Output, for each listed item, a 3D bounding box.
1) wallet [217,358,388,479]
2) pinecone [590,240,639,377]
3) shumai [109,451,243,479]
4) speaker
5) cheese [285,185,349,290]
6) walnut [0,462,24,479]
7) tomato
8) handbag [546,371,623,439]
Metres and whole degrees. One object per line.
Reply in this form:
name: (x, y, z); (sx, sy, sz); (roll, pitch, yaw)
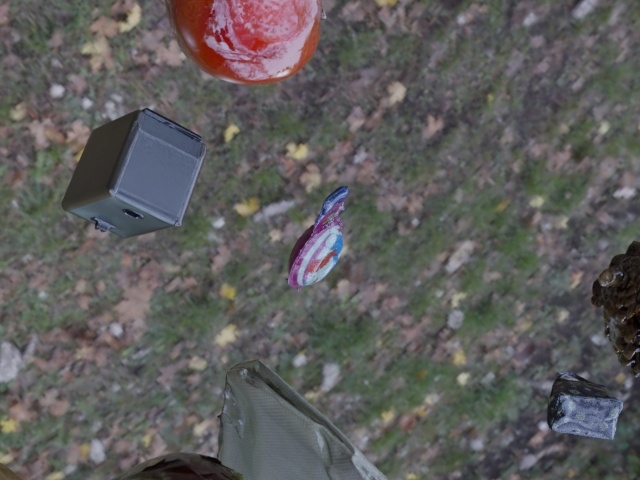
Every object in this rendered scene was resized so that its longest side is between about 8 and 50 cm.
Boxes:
wallet: (-0.025, 0.290, 1.083); (0.068, 0.275, 0.335); (-31, 147, -35)
pinecone: (0.431, 0.101, 1.136); (0.168, 0.212, 0.185); (-28, -168, 18)
shumai: (-0.124, 0.315, 0.749); (0.304, 0.263, 0.309); (-35, 164, -5)
speaker: (-0.336, -0.114, 1.696); (0.153, 0.231, 0.192); (28, 69, -29)
cheese: (0.000, 0.000, 1.027); (0.095, 0.038, 0.145); (-39, 157, -41)
walnut: (-0.368, 0.329, 0.925); (0.225, 0.261, 0.225); (-11, 167, -3)
tomato: (-0.140, -0.445, 1.734); (0.290, 0.293, 0.325); (-15, 121, -12)
handbag: (0.424, 0.253, 1.549); (0.139, 0.115, 0.072); (-86, -176, -65)
